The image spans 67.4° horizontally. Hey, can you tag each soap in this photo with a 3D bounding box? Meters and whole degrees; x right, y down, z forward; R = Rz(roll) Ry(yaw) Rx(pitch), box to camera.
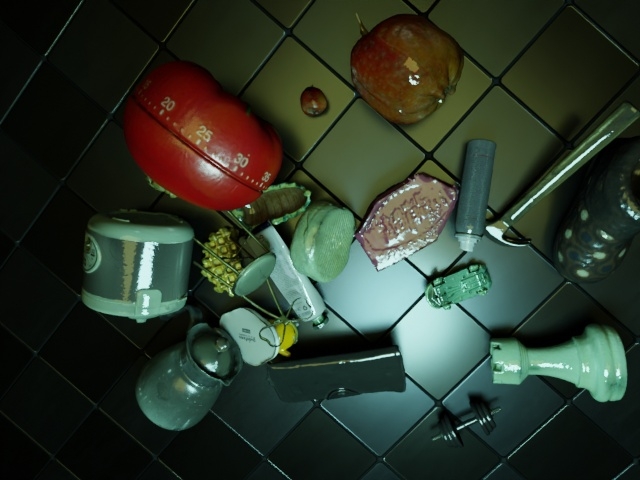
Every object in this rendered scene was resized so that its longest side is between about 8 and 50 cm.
[{"bbox_3d":[0.230,-0.064,1.263,0.289,0.112,0.182,-31,97,9],"label":"soap"}]

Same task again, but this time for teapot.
[{"bbox_3d":[-0.346,0.332,1.346,0.223,0.305,0.285,34,116,-29],"label":"teapot"}]

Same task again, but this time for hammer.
[{"bbox_3d":[0.565,-0.151,1.162,0.168,0.044,0.439,40,124,2],"label":"hammer"}]

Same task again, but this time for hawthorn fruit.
[{"bbox_3d":[0.204,-0.408,1.151,0.262,0.258,0.257,14,101,24],"label":"hawthorn fruit"},{"bbox_3d":[-0.020,-0.367,1.265,0.077,0.077,0.077,1,99,7],"label":"hawthorn fruit"}]

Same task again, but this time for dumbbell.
[{"bbox_3d":[0.405,0.511,1.333,0.209,0.099,0.099,-29,94,9],"label":"dumbbell"}]

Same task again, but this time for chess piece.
[{"bbox_3d":[0.602,0.313,1.246,0.300,0.194,0.194,-3,98,16],"label":"chess piece"}]

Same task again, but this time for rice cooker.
[{"bbox_3d":[-0.490,0.065,1.288,0.289,0.288,0.276,11,101,5],"label":"rice cooker"}]

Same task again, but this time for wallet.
[{"bbox_3d":[0.046,0.381,1.338,0.378,0.051,0.197,-8,131,7],"label":"wallet"}]

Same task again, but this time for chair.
[{"bbox_3d":[-0.169,0.092,1.227,0.326,0.170,0.160,41,59,16],"label":"chair"}]

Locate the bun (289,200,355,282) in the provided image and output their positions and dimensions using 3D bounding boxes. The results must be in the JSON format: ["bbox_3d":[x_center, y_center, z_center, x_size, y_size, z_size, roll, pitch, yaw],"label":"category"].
[{"bbox_3d":[-0.001,0.003,1.268,0.108,0.221,0.221,17,102,35],"label":"bun"}]

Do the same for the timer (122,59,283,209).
[{"bbox_3d":[-0.280,-0.239,1.158,0.378,0.378,0.279,37,95,0],"label":"timer"}]

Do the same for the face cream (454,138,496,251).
[{"bbox_3d":[0.390,-0.114,1.219,0.073,0.073,0.283,9,85,5],"label":"face cream"}]

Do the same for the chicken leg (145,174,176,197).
[{"bbox_3d":[-0.382,-0.149,1.326,0.228,0.103,0.088,31,86,-2],"label":"chicken leg"}]

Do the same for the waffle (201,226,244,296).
[{"bbox_3d":[-0.264,0.059,1.371,0.161,0.046,0.191,20,98,6],"label":"waffle"}]

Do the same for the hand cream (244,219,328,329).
[{"bbox_3d":[-0.087,0.100,1.323,0.121,0.076,0.335,-24,105,40],"label":"hand cream"}]

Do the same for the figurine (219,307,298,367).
[{"bbox_3d":[-0.162,0.254,1.376,0.250,0.141,0.166,14,110,41],"label":"figurine"}]

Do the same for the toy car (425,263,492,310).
[{"bbox_3d":[0.369,0.122,1.299,0.186,0.058,0.093,-21,95,-2],"label":"toy car"}]

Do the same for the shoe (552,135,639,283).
[{"bbox_3d":[0.703,-0.063,1.137,0.172,0.237,0.383,20,99,6],"label":"shoe"}]

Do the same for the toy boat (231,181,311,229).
[{"bbox_3d":[-0.109,-0.098,1.262,0.293,0.099,0.108,-12,95,40],"label":"toy boat"}]
